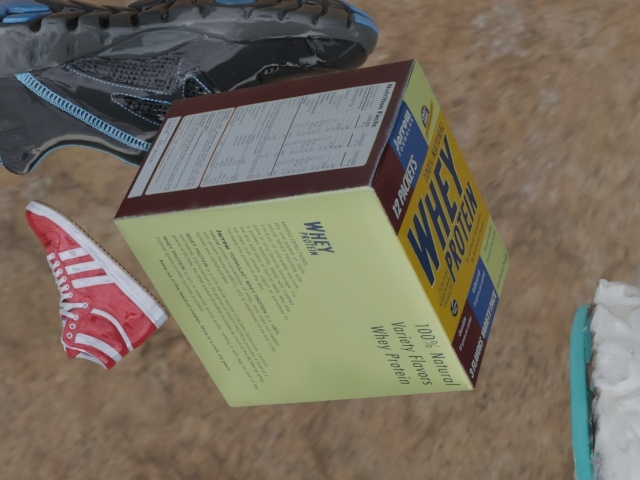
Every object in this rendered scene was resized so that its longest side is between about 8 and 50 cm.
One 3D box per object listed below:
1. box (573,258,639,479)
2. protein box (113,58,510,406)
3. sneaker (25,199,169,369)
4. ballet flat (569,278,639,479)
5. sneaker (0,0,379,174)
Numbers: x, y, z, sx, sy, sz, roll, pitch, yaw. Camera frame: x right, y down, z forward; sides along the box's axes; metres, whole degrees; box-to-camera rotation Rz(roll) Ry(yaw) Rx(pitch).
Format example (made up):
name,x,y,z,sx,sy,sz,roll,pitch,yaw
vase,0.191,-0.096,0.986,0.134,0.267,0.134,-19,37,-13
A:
name,x,y,z,sx,sy,sz,roll,pitch,yaw
box,0.303,0.074,1.301,0.148,0.121,0.311,12,107,-4
protein box,0.000,0.000,1.264,0.201,0.136,0.200,-7,131,27
sneaker,-0.162,0.032,1.143,0.118,0.042,0.067,42,79,6
ballet flat,0.172,0.187,0.651,0.147,0.409,0.147,2,142,2
sneaker,-0.120,-0.138,1.467,0.340,0.125,0.140,-5,111,-6
